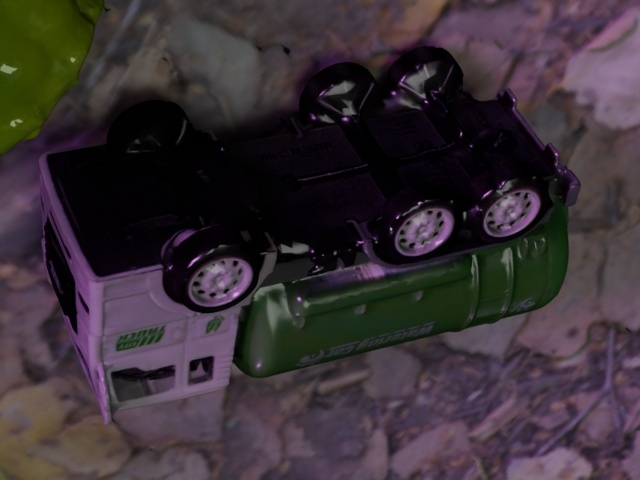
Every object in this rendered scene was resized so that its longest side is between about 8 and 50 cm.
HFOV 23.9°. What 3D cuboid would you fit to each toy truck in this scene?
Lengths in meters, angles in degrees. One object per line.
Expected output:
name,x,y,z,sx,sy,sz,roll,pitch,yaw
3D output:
toy truck,0.000,0.000,0.674,0.243,0.101,0.125,-11,137,-20

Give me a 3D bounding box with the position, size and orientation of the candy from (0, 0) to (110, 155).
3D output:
candy,-0.175,-0.108,0.526,0.209,0.096,0.096,36,103,-30
